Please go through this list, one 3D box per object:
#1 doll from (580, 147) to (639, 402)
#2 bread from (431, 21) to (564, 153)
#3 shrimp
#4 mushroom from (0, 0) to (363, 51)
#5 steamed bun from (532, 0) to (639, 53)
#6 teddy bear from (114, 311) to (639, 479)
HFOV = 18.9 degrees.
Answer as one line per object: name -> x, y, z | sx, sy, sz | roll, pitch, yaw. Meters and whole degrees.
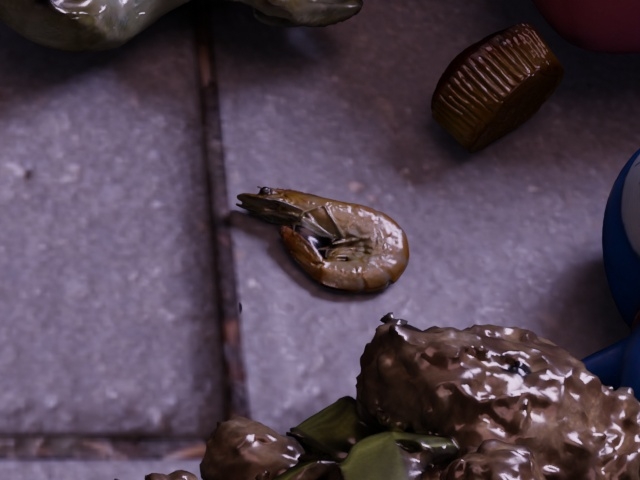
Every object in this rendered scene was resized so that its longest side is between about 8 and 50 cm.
doll -> 0.224, 0.041, 1.076 | 0.215, 0.161, 0.257 | 1, 55, 19
bread -> 0.106, -0.099, 1.188 | 0.085, 0.085, 0.053 | -32, 74, -29
shrimp -> 0.000, 0.000, 1.133 | 0.108, 0.023, 0.059 | 13, 63, -3
mushroom -> -0.079, -0.219, 1.211 | 0.344, 0.130, 0.247 | -32, 84, -28
steamed bun -> 0.219, -0.248, 1.203 | 0.309, 0.309, 0.309 | 6, 55, -9
teddy bear -> 0.011, 0.117, 0.931 | 0.296, 0.246, 0.223 | 25, 69, -31
